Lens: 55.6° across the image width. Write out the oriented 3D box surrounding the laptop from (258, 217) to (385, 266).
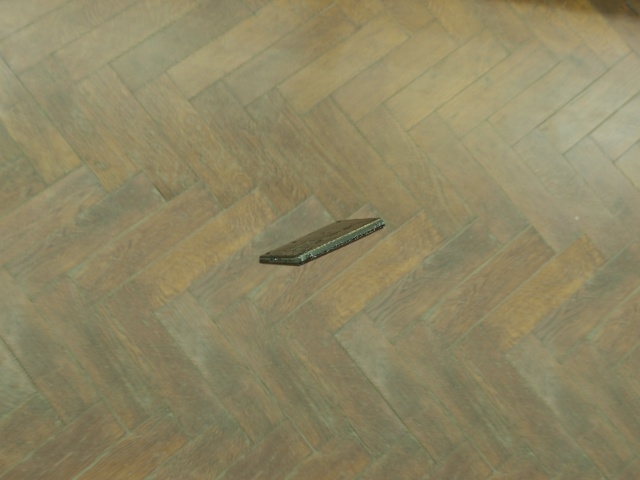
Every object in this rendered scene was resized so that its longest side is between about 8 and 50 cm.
[{"bbox_3d":[0.000,0.000,1.138,0.207,0.154,0.026,-23,104,-33],"label":"laptop"}]
